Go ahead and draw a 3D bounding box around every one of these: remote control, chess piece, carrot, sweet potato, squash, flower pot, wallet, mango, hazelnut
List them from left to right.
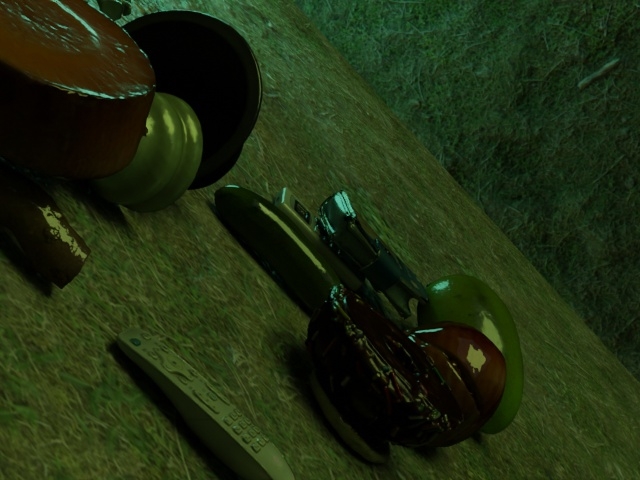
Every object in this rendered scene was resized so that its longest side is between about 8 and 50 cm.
[{"bbox_3d":[-0.330,-0.066,1.330,0.281,0.059,0.067,42,32,-17],"label":"sweet potato"},{"bbox_3d":[-0.286,-0.189,1.388,0.258,0.100,0.307,8,36,-42],"label":"carrot"},{"bbox_3d":[-0.260,-0.116,1.554,0.251,0.144,0.144,12,38,-57],"label":"chess piece"},{"bbox_3d":[-0.176,-0.154,1.785,0.235,0.235,0.148,54,-4,19],"label":"flower pot"},{"bbox_3d":[-0.114,0.171,1.401,0.229,0.044,0.073,41,13,4],"label":"remote control"},{"bbox_3d":[-0.045,0.017,1.957,0.258,0.069,0.069,46,14,-7],"label":"squash"},{"bbox_3d":[0.000,0.000,2.220,0.190,0.029,0.087,46,15,-13],"label":"remote control"},{"bbox_3d":[0.081,0.023,2.229,0.202,0.059,0.141,48,7,-23],"label":"wallet"},{"bbox_3d":[0.163,0.193,1.957,0.182,0.182,0.182,45,14,-15],"label":"hazelnut"},{"bbox_3d":[0.239,0.165,2.243,0.273,0.149,0.185,-104,171,-52],"label":"mango"}]

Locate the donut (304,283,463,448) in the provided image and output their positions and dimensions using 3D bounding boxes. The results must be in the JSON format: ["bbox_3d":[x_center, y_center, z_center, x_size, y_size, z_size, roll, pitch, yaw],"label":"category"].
[{"bbox_3d":[0.072,0.164,1.777,0.235,0.089,0.235,45,12,-12],"label":"donut"}]

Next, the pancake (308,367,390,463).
[{"bbox_3d":[0.040,0.219,1.771,0.151,0.025,0.151,45,11,-12],"label":"pancake"}]

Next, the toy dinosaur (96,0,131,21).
[{"bbox_3d":[-0.372,-0.380,1.972,0.393,0.092,0.205,31,22,-48],"label":"toy dinosaur"}]
